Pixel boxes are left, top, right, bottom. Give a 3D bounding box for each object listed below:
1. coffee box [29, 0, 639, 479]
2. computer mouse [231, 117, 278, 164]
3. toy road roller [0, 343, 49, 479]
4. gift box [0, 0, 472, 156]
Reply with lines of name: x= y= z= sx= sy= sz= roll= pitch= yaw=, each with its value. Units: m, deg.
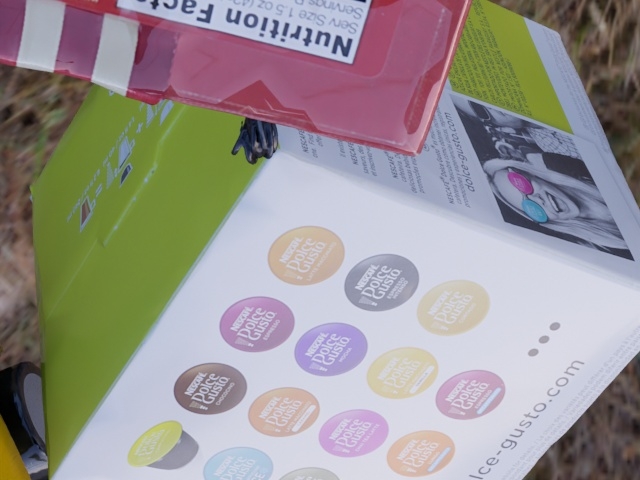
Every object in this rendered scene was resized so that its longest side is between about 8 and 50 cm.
coffee box: x=0.000 y=0.000 z=1.432 sx=0.334 sy=0.338 sz=0.338 roll=20 pitch=124 yaw=-26
computer mouse: x=-0.074 y=-0.137 z=1.023 sx=0.042 sy=0.106 sz=0.193 roll=-18 pitch=131 yaw=32
toy road roller: x=-0.338 y=0.121 z=1.353 sx=0.202 sy=0.329 sz=0.241 roll=-24 pitch=95 yaw=12
gift box: x=-0.027 y=-0.216 z=0.592 sx=0.255 sy=0.258 sz=0.276 roll=17 pitch=124 yaw=-8
